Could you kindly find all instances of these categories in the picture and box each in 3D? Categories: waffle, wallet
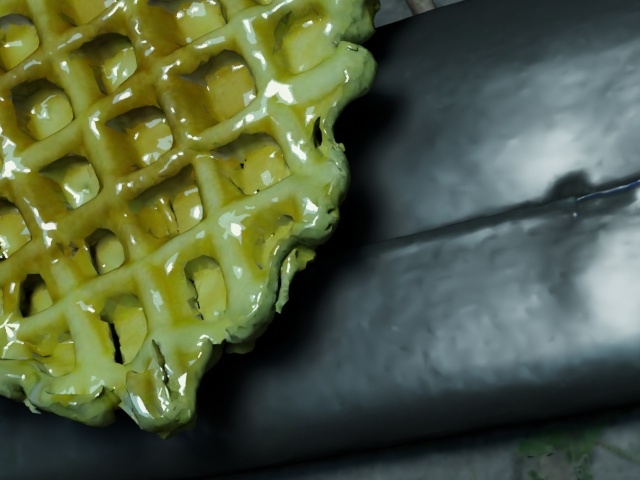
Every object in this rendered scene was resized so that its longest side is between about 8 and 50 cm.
[{"bbox_3d":[-0.116,-0.051,0.730,0.317,0.073,0.297,14,78,29],"label":"waffle"},{"bbox_3d":[0.000,-0.001,0.719,0.406,0.062,0.228,-14,61,24],"label":"wallet"}]

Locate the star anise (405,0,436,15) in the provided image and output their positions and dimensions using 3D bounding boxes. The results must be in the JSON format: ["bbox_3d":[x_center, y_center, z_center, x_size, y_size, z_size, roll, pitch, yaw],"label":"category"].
[{"bbox_3d":[-0.061,-0.177,0.799,0.148,0.218,0.227,-57,33,4],"label":"star anise"}]
